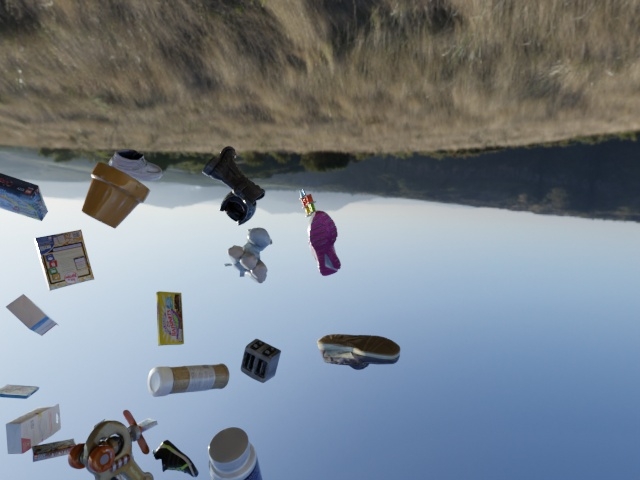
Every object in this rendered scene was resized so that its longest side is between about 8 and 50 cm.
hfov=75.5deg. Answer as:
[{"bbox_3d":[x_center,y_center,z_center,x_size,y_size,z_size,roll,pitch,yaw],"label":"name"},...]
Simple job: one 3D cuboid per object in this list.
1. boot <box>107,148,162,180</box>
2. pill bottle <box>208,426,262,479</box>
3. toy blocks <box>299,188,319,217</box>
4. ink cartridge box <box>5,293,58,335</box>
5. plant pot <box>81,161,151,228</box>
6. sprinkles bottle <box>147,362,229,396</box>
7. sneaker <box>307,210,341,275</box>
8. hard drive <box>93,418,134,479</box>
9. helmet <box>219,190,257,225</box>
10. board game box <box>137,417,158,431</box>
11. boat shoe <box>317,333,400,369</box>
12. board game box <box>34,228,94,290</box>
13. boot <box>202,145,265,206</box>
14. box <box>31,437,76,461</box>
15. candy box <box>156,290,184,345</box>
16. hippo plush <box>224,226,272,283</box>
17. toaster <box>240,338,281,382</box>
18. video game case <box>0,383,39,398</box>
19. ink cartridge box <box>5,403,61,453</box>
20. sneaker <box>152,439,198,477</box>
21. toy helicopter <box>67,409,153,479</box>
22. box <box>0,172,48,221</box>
[{"bbox_3d":[-0.837,-0.353,1.917,0.123,0.095,0.258,-38,159,35],"label":"boot"},{"bbox_3d":[-0.273,0.738,1.327,0.153,0.265,0.153,-3,-151,2],"label":"pill bottle"},{"bbox_3d":[-0.066,-0.206,2.166,0.054,0.148,0.123,-17,176,-23],"label":"toy blocks"},{"bbox_3d":[-1.184,0.316,1.709,0.078,0.134,0.231,-47,180,-29],"label":"ink cartridge box"},{"bbox_3d":[-0.767,-0.153,1.521,0.205,0.188,0.205,24,168,6],"label":"plant pot"},{"bbox_3d":[-0.575,0.614,1.837,0.121,0.121,0.355,5,173,39],"label":"sprinkles bottle"},{"bbox_3d":[0.000,0.000,1.435,0.103,0.252,0.111,-16,-144,-13],"label":"sneaker"},{"bbox_3d":[-0.861,0.949,1.755,0.064,0.237,0.339,-31,-149,-20],"label":"hard drive"},{"bbox_3d":[-0.373,-0.156,1.901,0.169,0.169,0.161,1,-165,5],"label":"helmet"},{"bbox_3d":[-0.718,0.751,1.665,0.090,0.020,0.090,-16,179,44],"label":"board game box"},{"bbox_3d":[0.117,0.350,1.274,0.285,0.092,0.103,-3,-167,34],"label":"boat shoe"},{"bbox_3d":[-0.922,0.068,1.491,0.146,0.194,0.045,-16,-173,-38],"label":"board game box"},{"bbox_3d":[-0.306,-0.234,1.559,0.229,0.091,0.263,36,-151,-9],"label":"boot"},{"bbox_3d":[-0.987,0.776,1.532,0.137,0.027,0.094,4,174,-36],"label":"box"},{"bbox_3d":[-0.583,0.302,1.603,0.027,0.206,0.105,-21,160,33],"label":"candy box"},{"bbox_3d":[-0.327,0.066,2.115,0.234,0.237,0.294,35,156,-1],"label":"hippo plush"},{"bbox_3d":[-0.311,0.626,2.135,0.168,0.186,0.110,21,-166,23],"label":"toaster"},{"bbox_3d":[-1.200,0.596,1.630,0.119,0.015,0.166,12,169,-19],"label":"video game case"},{"bbox_3d":[-1.117,0.729,1.616,0.067,0.115,0.198,-4,179,6],"label":"ink cartridge box"},{"bbox_3d":[-0.614,0.945,1.743,0.234,0.084,0.097,21,-133,30],"label":"sneaker"},{"bbox_3d":[-0.719,0.798,1.522,0.140,0.355,0.235,-9,-151,26],"label":"toy helicopter"},{"bbox_3d":[-0.980,-0.150,1.263,0.233,0.044,0.159,19,147,-14],"label":"box"}]
